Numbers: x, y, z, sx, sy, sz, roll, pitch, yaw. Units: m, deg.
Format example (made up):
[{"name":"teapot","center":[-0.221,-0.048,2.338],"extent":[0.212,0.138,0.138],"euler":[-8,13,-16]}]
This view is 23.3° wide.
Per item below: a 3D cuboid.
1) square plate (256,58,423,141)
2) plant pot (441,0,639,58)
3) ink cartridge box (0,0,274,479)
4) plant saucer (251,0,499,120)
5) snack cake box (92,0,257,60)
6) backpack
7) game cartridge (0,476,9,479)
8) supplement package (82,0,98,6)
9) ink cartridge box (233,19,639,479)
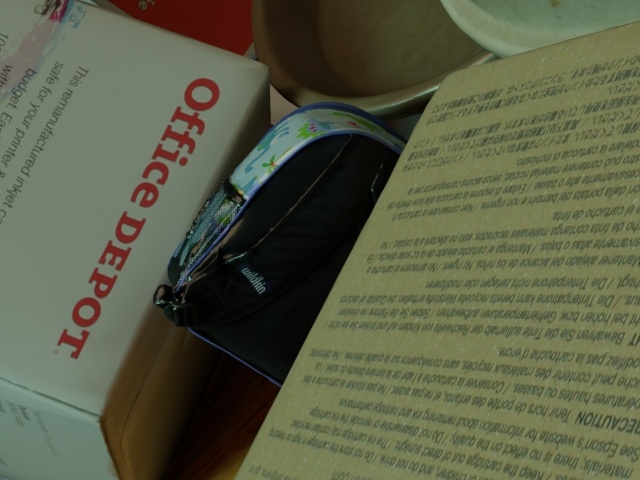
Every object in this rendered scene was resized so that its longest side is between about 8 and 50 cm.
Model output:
[{"name":"square plate","center":[0.042,-0.172,0.935],"extent":[0.347,0.049,0.344],"euler":[-59,18,-5]},{"name":"plant pot","center":[0.063,-0.279,0.537],"extent":[0.334,0.305,0.334],"euler":[-35,37,31]},{"name":"ink cartridge box","center":[-0.181,-0.007,0.804],"extent":[0.197,0.270,0.198],"euler":[93,-161,-64]},{"name":"plant saucer","center":[0.077,-0.172,0.754],"extent":[0.278,0.041,0.278],"euler":[-29,43,31]},{"name":"snack cake box","center":[-0.043,-0.244,0.953],"extent":[0.264,0.152,0.089],"euler":[-53,18,13]},{"name":"backpack","center":[0.000,0.000,0.673],"extent":[0.114,0.105,0.084],"euler":[-51,20,12]},{"name":"game cartridge","center":[-0.226,0.199,1.013],"extent":[0.355,0.068,0.230],"euler":[-54,14,11]},{"name":"supplement package","center":[-0.133,-0.283,1.431],"extent":[0.244,0.134,0.139],"euler":[-55,18,10]},{"name":"ink cartridge box","center":[0.077,0.038,0.439],"extent":[0.193,0.088,0.235],"euler":[-63,19,-11]}]
